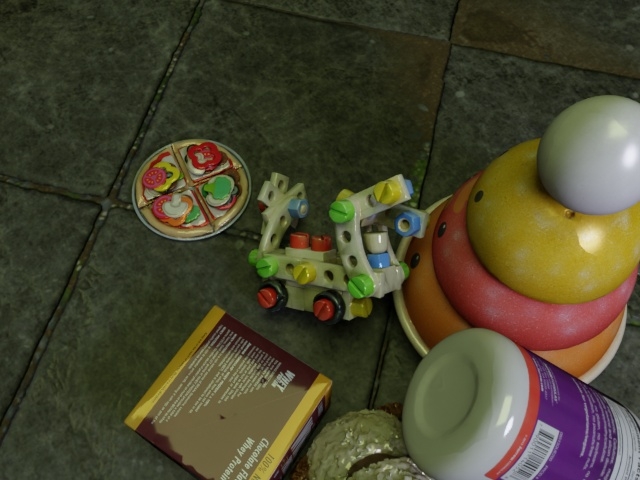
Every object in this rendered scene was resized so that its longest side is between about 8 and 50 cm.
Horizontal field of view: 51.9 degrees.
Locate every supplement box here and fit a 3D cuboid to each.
[{"bbox_3d":[-0.114,0.232,0.885,0.194,0.129,0.191,30,66,14],"label":"supplement box"}]

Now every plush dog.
[{"bbox_3d":[0.067,0.316,0.829,0.263,0.210,0.225,-24,42,-12],"label":"plush dog"}]

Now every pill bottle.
[{"bbox_3d":[0.268,0.245,0.798,0.323,0.182,0.181,30,62,-23],"label":"pill bottle"}]

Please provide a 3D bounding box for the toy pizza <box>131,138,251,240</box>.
[{"bbox_3d":[-0.218,-0.093,1.105,0.202,0.032,0.201,0,63,0],"label":"toy pizza"}]

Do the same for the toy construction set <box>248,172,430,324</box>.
[{"bbox_3d":[0.000,0.000,0.949,0.151,0.214,0.328,-10,15,-39],"label":"toy construction set"}]

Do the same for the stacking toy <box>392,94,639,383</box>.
[{"bbox_3d":[0.285,-0.019,0.820,0.351,0.479,0.350,0,63,-1],"label":"stacking toy"}]
